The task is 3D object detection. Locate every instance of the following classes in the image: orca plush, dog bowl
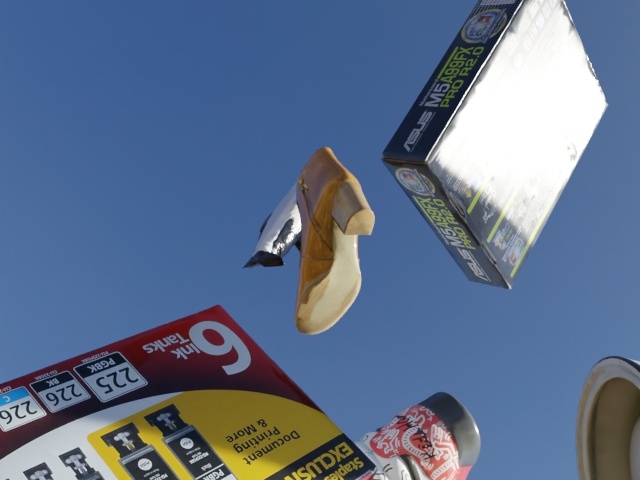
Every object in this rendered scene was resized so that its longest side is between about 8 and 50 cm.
[{"bbox_3d":[-0.049,-0.013,1.610,0.102,0.287,0.151,42,-67,-13],"label":"orca plush"},{"bbox_3d":[0.577,0.393,1.342,0.150,0.408,0.408,-3,-53,-5],"label":"dog bowl"}]

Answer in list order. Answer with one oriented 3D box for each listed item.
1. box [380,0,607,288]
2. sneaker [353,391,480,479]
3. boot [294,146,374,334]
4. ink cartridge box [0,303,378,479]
[{"bbox_3d":[0.197,-0.119,0.857,0.060,0.270,0.216,13,-26,45],"label":"box"},{"bbox_3d":[0.068,0.270,0.772,0.090,0.145,0.270,44,-34,43],"label":"sneaker"},{"bbox_3d":[-0.001,-0.001,1.452,0.104,0.211,0.295,6,-59,-28],"label":"boot"},{"bbox_3d":[-0.119,0.213,0.566,0.272,0.309,0.130,41,-53,26],"label":"ink cartridge box"}]
